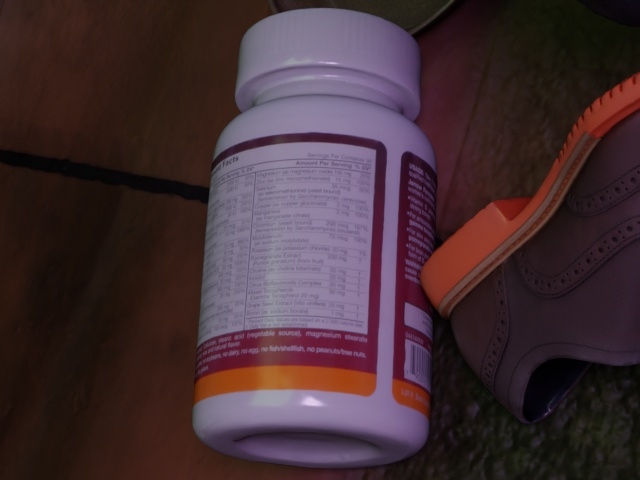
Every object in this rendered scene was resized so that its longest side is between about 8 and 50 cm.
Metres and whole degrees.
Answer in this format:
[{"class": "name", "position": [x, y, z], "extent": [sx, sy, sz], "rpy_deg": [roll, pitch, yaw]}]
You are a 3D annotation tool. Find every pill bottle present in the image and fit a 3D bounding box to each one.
[{"class": "pill bottle", "position": [0.000, 0.000, 0.793], "extent": [0.121, 0.121, 0.221], "rpy_deg": [-14, 64, 39]}]

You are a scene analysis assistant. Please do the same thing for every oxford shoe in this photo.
[{"class": "oxford shoe", "position": [0.148, -0.006, 0.655], "extent": [0.271, 0.097, 0.098], "rpy_deg": [-48, 61, 52]}]

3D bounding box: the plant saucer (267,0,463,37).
[{"class": "plant saucer", "position": [0.048, -0.195, 0.887], "extent": [0.198, 0.036, 0.199], "rpy_deg": [-17, 62, 37]}]

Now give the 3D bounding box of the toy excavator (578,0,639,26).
[{"class": "toy excavator", "position": [0.199, -0.243, 0.466], "extent": [0.445, 0.222, 0.433], "rpy_deg": [-34, 52, 30]}]
